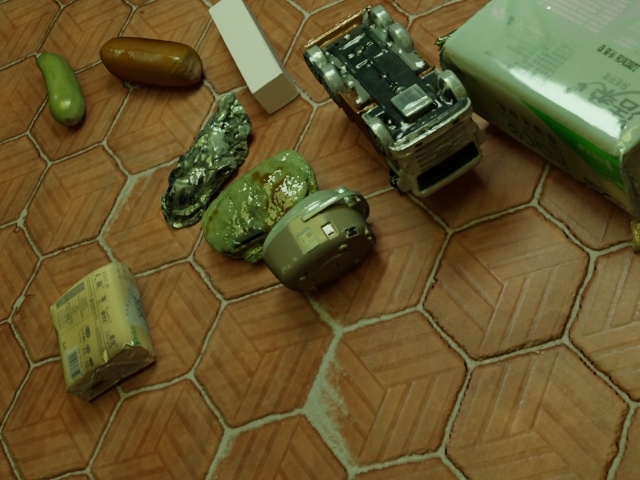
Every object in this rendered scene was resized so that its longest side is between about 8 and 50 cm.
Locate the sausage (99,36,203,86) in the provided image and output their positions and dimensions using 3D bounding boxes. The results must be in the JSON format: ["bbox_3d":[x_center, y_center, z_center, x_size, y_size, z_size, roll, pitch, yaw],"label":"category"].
[{"bbox_3d":[-0.373,-0.391,2.200,0.274,0.105,0.105,14,70,36],"label":"sausage"}]

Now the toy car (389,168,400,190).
[{"bbox_3d":[0.142,-0.123,1.798,0.041,0.025,0.093,-19,49,16],"label":"toy car"}]

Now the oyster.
[{"bbox_3d":[-0.228,-0.148,2.006,0.252,0.087,0.199,-34,50,24],"label":"oyster"}]

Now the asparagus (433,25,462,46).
[{"bbox_3d":[0.262,-0.392,1.890,0.108,0.021,0.025,-27,49,14],"label":"asparagus"}]

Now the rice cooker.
[{"bbox_3d":[0.000,0.000,1.735,0.206,0.145,0.127,-32,64,6],"label":"rice cooker"}]

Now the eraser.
[{"bbox_3d":[-0.141,-0.393,2.084,0.076,0.078,0.298,-34,52,8],"label":"eraser"}]

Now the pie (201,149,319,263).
[{"bbox_3d":[-0.113,-0.061,1.868,0.248,0.090,0.201,-34,54,13],"label":"pie"}]

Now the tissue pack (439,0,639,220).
[{"bbox_3d":[0.449,-0.268,1.583,0.331,0.205,0.405,-43,50,-5],"label":"tissue pack"}]

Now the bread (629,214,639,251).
[{"bbox_3d":[0.506,-0.023,1.527,0.070,0.035,0.083,-7,66,27],"label":"bread"}]

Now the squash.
[{"bbox_3d":[-0.599,-0.353,2.325,0.083,0.083,0.250,-35,49,7],"label":"squash"}]

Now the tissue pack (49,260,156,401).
[{"bbox_3d":[-0.416,0.169,1.908,0.186,0.090,0.222,-34,50,12],"label":"tissue pack"}]

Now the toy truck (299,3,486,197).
[{"bbox_3d":[0.128,-0.234,1.739,0.173,0.207,0.388,-32,44,-2],"label":"toy truck"}]
